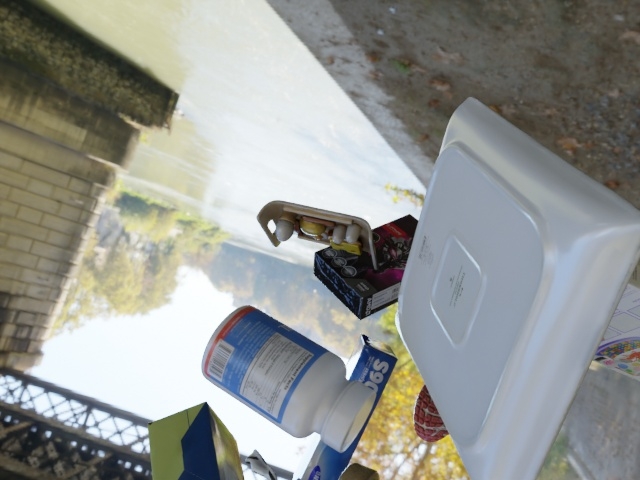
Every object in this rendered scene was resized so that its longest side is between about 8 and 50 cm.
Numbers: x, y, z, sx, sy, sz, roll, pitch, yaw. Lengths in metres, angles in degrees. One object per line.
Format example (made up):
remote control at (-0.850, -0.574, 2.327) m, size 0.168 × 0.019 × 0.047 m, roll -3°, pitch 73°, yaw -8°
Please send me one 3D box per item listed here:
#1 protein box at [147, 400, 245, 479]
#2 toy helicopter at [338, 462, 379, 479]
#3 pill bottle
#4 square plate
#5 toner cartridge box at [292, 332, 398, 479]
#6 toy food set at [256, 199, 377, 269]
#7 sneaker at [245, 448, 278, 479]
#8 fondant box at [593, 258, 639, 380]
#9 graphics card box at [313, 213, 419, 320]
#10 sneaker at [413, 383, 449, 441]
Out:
protein box at (-0.252, 0.489, 1.290) m, size 0.201 × 0.136 × 0.199 m, roll 71°, pitch 177°, yaw -47°
toy helicopter at (0.067, 0.410, 0.841) m, size 0.140 × 0.235 × 0.355 m, roll 18°, pitch 136°, yaw 28°
pill bottle at (-0.042, 0.190, 0.835) m, size 0.222 × 0.124 × 0.124 m, roll 28°, pitch 180°, yaw 19°
square plate at (0.164, 0.055, 0.661) m, size 0.049 × 0.347 × 0.344 m, roll 4°, pitch -152°, yaw -15°
toner cartridge box at (0.045, 0.371, 1.259) m, size 0.075 × 0.347 × 0.165 m, roll 25°, pitch 179°, yaw 2°
toy food set at (0.000, 0.000, 1.613) m, size 0.306 × 0.092 × 0.219 m, roll 13°, pitch 161°, yaw 15°
sneaker at (-0.150, 0.587, 1.563) m, size 0.109 × 0.044 × 0.040 m, roll 39°, pitch 151°, yaw 32°
fondant box at (0.529, 0.124, 1.042) m, size 0.330 × 0.096 × 0.238 m, roll 25°, pitch 147°, yaw -11°
graphics card box at (0.192, 0.065, 1.767) m, size 0.371 × 0.094 × 0.233 m, roll -22°, pitch -135°, yaw -27°
sneaker at (0.241, 0.273, 1.164) m, size 0.088 × 0.225 × 0.092 m, roll 20°, pitch 168°, yaw 14°
